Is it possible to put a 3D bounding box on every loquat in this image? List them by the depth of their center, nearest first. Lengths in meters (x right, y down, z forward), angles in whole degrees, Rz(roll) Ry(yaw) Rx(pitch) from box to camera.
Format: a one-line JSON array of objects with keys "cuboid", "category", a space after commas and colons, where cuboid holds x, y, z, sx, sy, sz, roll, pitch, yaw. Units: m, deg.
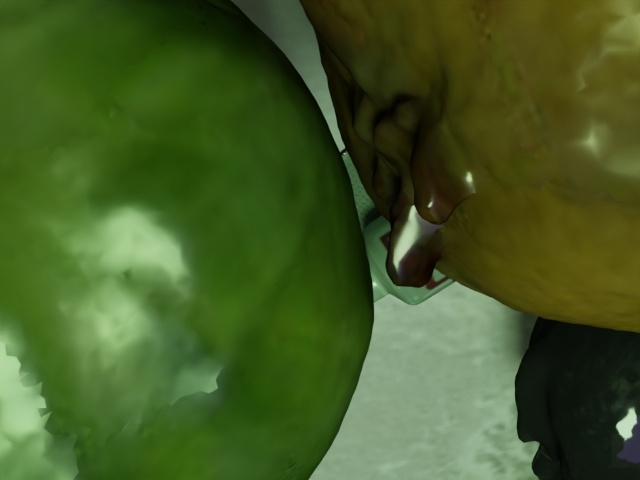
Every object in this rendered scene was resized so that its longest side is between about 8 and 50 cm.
[{"cuboid": [0.114, -0.069, 0.460, 0.238, 0.238, 0.193, -17, 90, -4], "category": "loquat"}]

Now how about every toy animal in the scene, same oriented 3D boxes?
[{"cuboid": [0.243, 0.028, 0.652, 0.343, 0.106, 0.168, -29, 124, -1], "category": "toy animal"}]

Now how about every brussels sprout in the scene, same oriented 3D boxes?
[{"cuboid": [-0.119, -0.018, 0.429, 0.210, 0.219, 0.271, -45, 109, 0], "category": "brussels sprout"}]

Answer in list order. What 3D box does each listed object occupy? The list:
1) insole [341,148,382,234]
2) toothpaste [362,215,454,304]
[{"cuboid": [0.000, 0.000, 0.614, 0.053, 0.002, 0.153, 30, 115, -34], "category": "insole"}, {"cuboid": [0.101, -0.036, 0.594, 0.233, 0.038, 0.060, -33, 130, 5], "category": "toothpaste"}]
